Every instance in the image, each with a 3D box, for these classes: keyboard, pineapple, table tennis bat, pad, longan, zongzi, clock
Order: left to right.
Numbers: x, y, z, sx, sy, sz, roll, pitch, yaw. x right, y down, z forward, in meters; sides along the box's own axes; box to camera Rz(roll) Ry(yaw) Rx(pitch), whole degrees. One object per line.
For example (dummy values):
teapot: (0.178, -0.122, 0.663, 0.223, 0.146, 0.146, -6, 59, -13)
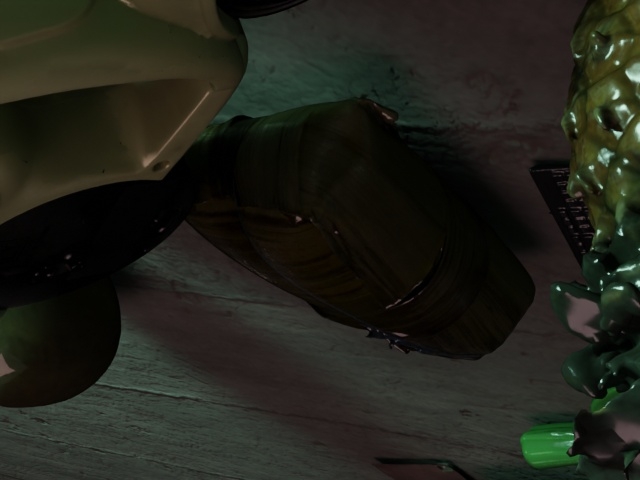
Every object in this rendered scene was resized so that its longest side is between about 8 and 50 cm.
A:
clock: (-0.152, -0.065, 0.573, 0.120, 0.276, 0.379, 62, 143, 20)
longan: (-0.264, 0.070, 1.032, 0.167, 0.167, 0.187, 19, 166, 8)
zongzi: (0.000, 0.000, 0.770, 0.242, 0.112, 0.221, 1, 148, 49)
pad: (0.155, 0.288, 1.271, 0.113, 0.006, 0.188, -11, 139, 46)
keyboard: (0.195, 0.012, 0.742, 0.063, 0.010, 0.198, 0, 145, 34)
table tennis bat: (0.267, 0.159, 0.926, 0.160, 0.039, 0.257, 39, 146, -25)
pineapple: (0.159, 0.000, 0.462, 0.157, 0.279, 0.158, 16, 154, 8)

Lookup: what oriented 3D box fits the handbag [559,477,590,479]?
handbag: (0.301, 0.368, 1.072, 0.240, 0.247, 0.340, 27, 152, -33)
